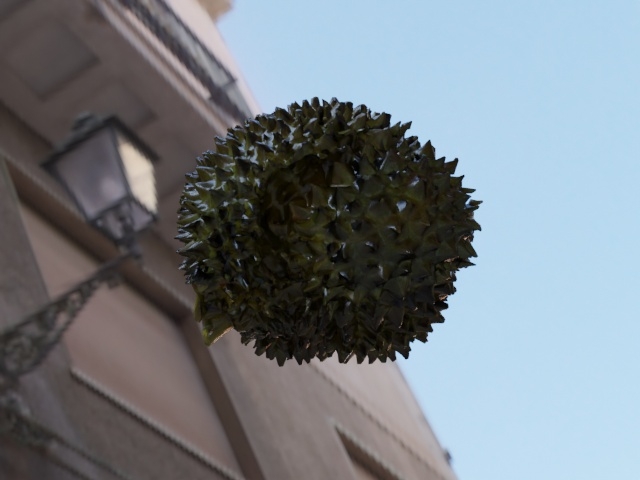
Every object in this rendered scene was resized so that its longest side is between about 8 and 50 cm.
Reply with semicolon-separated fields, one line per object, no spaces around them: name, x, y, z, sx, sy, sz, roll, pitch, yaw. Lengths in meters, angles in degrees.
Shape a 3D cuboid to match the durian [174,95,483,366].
durian;0.001;-0.011;1.328;0.293;0.258;0.258;2;-46;-23
